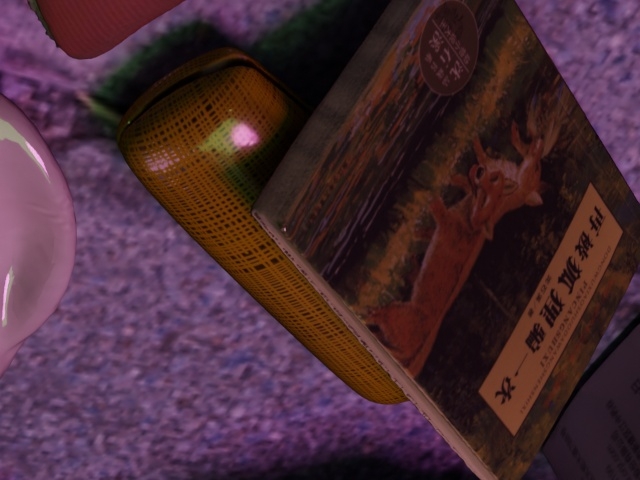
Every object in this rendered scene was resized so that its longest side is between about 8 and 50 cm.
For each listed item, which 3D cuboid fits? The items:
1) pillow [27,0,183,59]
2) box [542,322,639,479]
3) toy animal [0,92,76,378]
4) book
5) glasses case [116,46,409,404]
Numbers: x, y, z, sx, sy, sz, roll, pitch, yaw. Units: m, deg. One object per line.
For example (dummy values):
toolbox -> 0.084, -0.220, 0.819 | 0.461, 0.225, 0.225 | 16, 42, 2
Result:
pillow -> -0.054, -0.165, 0.700 | 0.179, 0.075, 0.171 | -30, 134, 2
box -> 0.297, 0.156, 1.061 | 0.333, 0.173, 0.145 | 21, 116, -35
toy animal -> -0.213, -0.028, 0.701 | 0.258, 0.194, 0.357 | -52, 150, -8
book -> 0.070, -0.007, 0.874 | 0.160, 0.024, 0.228 | -58, 136, -19
glasses case -> 0.000, 0.000, 0.876 | 0.079, 0.064, 0.234 | -31, 135, 13
